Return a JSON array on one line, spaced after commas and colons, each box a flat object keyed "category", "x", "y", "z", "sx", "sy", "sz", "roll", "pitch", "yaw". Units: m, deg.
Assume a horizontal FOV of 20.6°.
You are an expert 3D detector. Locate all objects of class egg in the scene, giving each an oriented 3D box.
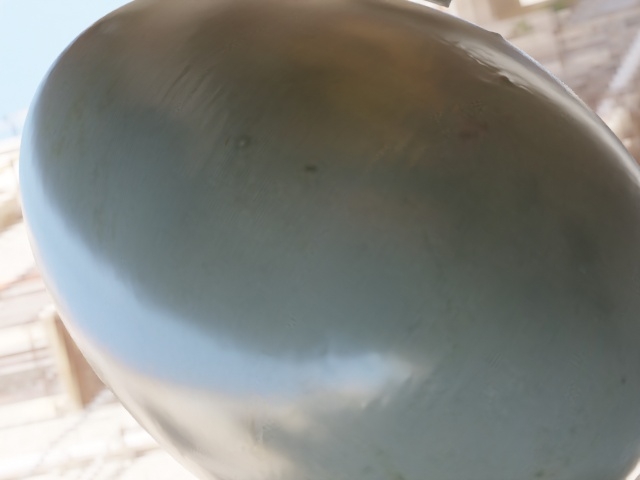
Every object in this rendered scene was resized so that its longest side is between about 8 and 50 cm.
[{"category": "egg", "x": 0.000, "y": 0.000, "z": 0.782, "sx": 0.230, "sy": 0.371, "sz": 0.230, "roll": -20, "pitch": -56, "yaw": -32}]

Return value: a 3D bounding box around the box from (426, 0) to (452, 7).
[{"category": "box", "x": -0.021, "y": -0.144, "z": 0.569, "sx": 0.024, "sy": 0.167, "sz": 0.090, "roll": -82, "pitch": 12, "yaw": -66}]
